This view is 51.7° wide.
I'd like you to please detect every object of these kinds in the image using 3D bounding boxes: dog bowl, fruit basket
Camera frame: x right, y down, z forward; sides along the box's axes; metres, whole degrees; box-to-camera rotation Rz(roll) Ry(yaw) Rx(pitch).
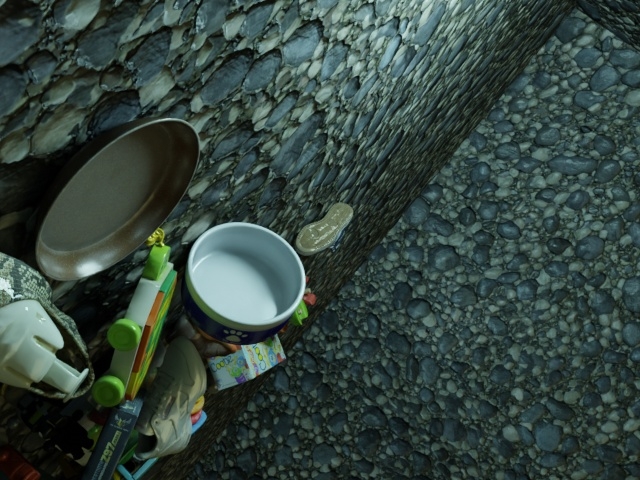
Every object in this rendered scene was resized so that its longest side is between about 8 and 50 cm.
[{"bbox_3d":[-0.173,0.095,1.469,0.265,0.265,0.104,-39,166,-39],"label":"dog bowl"},{"bbox_3d":[-0.493,0.391,1.604,0.327,0.165,0.353,-45,151,-22],"label":"fruit basket"}]

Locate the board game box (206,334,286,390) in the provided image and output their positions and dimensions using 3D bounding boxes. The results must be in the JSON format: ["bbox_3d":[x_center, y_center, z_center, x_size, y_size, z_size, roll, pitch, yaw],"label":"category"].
[{"bbox_3d":[-0.251,0.390,2.245,0.144,0.142,0.275,-22,176,19],"label":"board game box"}]

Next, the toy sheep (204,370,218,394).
[{"bbox_3d":[-0.389,0.513,2.383,0.091,0.091,0.132,-51,-174,8],"label":"toy sheep"}]

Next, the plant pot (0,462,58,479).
[{"bbox_3d":[-0.633,0.587,1.410,0.165,0.234,0.166,-47,168,-10],"label":"plant pot"}]

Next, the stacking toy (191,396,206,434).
[{"bbox_3d":[-0.406,0.422,1.976,0.166,0.175,0.302,-38,150,-66],"label":"stacking toy"}]

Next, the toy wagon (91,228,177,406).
[{"bbox_3d":[-0.336,0.141,1.251,0.267,0.068,0.344,-88,-161,-70],"label":"toy wagon"}]

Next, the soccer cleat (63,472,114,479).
[{"bbox_3d":[-0.662,0.632,1.599,0.318,0.116,0.109,-16,105,-41],"label":"soccer cleat"}]

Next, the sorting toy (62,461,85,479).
[{"bbox_3d":[-0.689,0.714,1.933,0.257,0.089,0.255,-51,168,6],"label":"sorting toy"}]

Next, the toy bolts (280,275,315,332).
[{"bbox_3d":[-0.134,0.188,2.251,0.158,0.218,0.228,-16,-172,18],"label":"toy bolts"}]

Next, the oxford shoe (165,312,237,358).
[{"bbox_3d":[-0.331,0.270,1.831,0.132,0.130,0.364,-35,158,-5],"label":"oxford shoe"}]

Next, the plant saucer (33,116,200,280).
[{"bbox_3d":[-0.311,-0.070,1.005,0.310,0.050,0.310,-45,167,-13],"label":"plant saucer"}]

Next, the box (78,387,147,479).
[{"bbox_3d":[-0.432,0.411,1.380,0.183,0.059,0.232,-66,-170,-4],"label":"box"}]

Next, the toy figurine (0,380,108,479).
[{"bbox_3d":[-0.530,0.339,1.272,0.209,0.148,0.213,-61,162,21],"label":"toy figurine"}]

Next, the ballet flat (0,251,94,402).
[{"bbox_3d":[-0.424,0.147,0.951,0.164,0.182,0.483,-45,166,-16],"label":"ballet flat"}]

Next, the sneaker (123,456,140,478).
[{"bbox_3d":[-0.560,0.593,1.886,0.104,0.147,0.296,-54,168,12],"label":"sneaker"}]

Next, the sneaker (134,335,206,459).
[{"bbox_3d":[-0.356,0.375,1.538,0.152,0.114,0.305,-3,108,-55],"label":"sneaker"}]

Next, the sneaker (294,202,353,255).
[{"bbox_3d":[0.000,0.000,2.167,0.282,0.099,0.153,-42,164,-42],"label":"sneaker"}]

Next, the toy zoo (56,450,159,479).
[{"bbox_3d":[-0.550,0.566,1.735,0.293,0.192,0.030,-44,166,-18],"label":"toy zoo"}]
